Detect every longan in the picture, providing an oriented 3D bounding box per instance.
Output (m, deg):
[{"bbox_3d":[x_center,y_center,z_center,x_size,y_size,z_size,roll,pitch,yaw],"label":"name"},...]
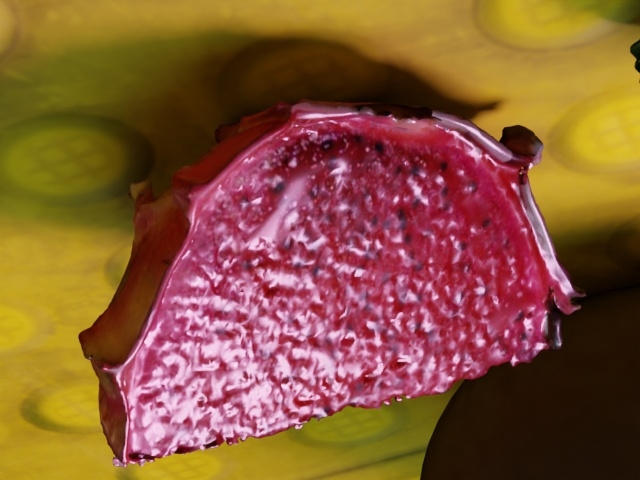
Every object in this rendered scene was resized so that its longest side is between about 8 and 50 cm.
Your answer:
[{"bbox_3d":[0.232,0.182,1.049,0.361,0.361,0.361,-6,150,-3],"label":"longan"}]

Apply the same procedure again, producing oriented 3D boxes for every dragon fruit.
[{"bbox_3d":[-0.005,-0.008,0.851,0.274,0.126,0.161,-12,117,-30],"label":"dragon fruit"}]

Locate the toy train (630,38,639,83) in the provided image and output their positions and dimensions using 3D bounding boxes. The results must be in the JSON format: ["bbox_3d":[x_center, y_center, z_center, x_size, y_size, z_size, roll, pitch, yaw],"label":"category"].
[{"bbox_3d":[0.311,-0.071,0.786,0.330,0.138,0.178,2,145,-19],"label":"toy train"}]
